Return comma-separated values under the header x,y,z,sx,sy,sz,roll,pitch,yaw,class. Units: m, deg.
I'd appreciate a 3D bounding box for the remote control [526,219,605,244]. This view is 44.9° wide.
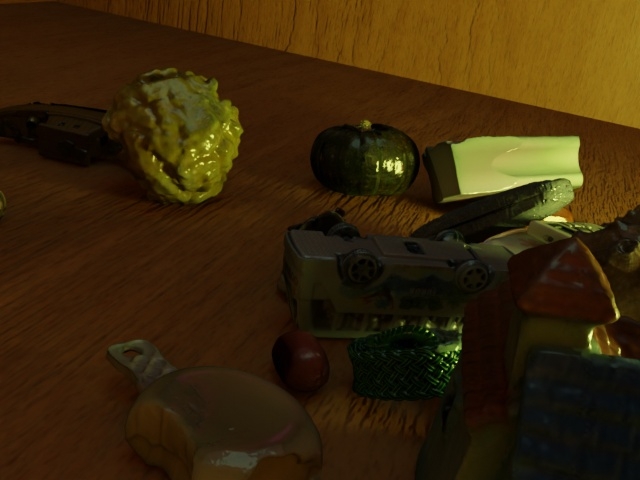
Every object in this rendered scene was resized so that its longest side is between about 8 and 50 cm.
x,y,z,sx,sy,sz,roll,pitch,yaw,class
0.405,-0.005,1.194,0.190,0.029,0.087,2,22,-41,remote control

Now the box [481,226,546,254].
x,y,z,sx,sy,sz,roll,pitch,yaw,class
0.417,0.099,1.118,0.190,0.112,0.370,-13,31,-43,box

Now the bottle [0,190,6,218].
x,y,z,sx,sy,sz,roll,pitch,yaw,class
-0.554,-0.088,1.203,0.072,0.072,0.201,-7,27,-37,bottle

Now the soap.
x,y,z,sx,sy,sz,roll,pitch,yaw,class
0.364,-0.144,1.599,0.347,0.114,0.208,-5,-4,-35,soap

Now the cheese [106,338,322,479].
x,y,z,sx,sy,sz,roll,pitch,yaw,class
-0.125,0.168,0.753,0.163,0.082,0.286,-11,27,-44,cheese

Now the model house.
x,y,z,sx,sy,sz,roll,pitch,yaw,class
0.220,0.138,0.645,0.252,0.329,0.295,9,23,7,model house

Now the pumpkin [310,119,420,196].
x,y,z,sx,sy,sz,roll,pitch,yaw,class
0.091,-0.168,1.578,0.224,0.157,0.223,1,15,0,pumpkin

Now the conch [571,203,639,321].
x,y,z,sx,sy,sz,roll,pitch,yaw,class
0.345,0.072,0.923,0.263,0.186,0.324,-17,27,51,conch

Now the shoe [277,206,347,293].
x,y,z,sx,sy,sz,roll,pitch,yaw,class
0.001,0.000,1.162,0.100,0.125,0.227,11,23,10,shoe

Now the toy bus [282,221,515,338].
x,y,z,sx,sy,sz,roll,pitch,yaw,class
0.110,0.060,1.041,0.330,0.135,0.109,4,24,-16,toy bus

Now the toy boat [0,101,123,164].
x,y,z,sx,sy,sz,roll,pitch,yaw,class
-0.487,-0.204,1.506,0.321,0.089,0.121,11,33,2,toy boat

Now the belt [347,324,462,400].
x,y,z,sx,sy,sz,roll,pitch,yaw,class
0.103,0.130,0.876,0.152,0.079,0.121,-2,6,37,belt

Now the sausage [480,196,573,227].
x,y,z,sx,sy,sz,roll,pitch,yaw,class
0.406,-0.047,1.527,0.198,0.076,0.076,8,22,-9,sausage

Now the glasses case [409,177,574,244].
x,y,z,sx,sy,sz,roll,pitch,yaw,class
0.276,-0.036,1.269,0.283,0.067,0.109,-24,-11,30,glasses case

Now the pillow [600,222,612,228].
x,y,z,sx,sy,sz,roll,pitch,yaw,class
0.636,0.002,1.547,0.185,0.043,0.118,25,28,33,pillow

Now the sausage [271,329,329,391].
x,y,z,sx,sy,sz,roll,pitch,yaw,class
-0.021,0.138,0.893,0.054,0.059,0.094,16,14,-22,sausage

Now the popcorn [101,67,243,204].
x,y,z,sx,sy,sz,roll,pitch,yaw,class
-0.260,-0.183,1.379,0.250,0.249,0.225,5,-14,-13,popcorn
